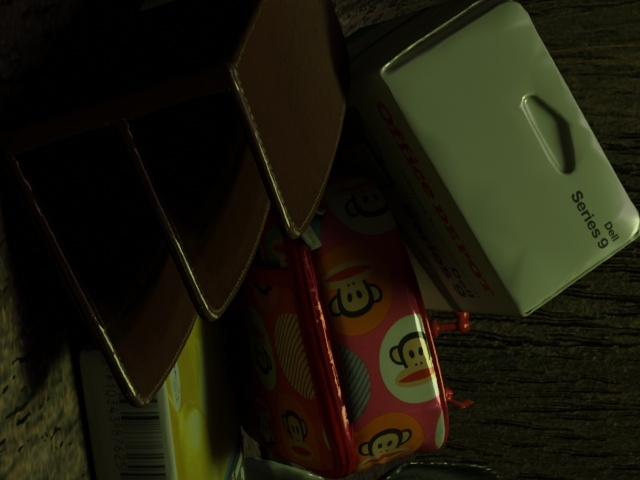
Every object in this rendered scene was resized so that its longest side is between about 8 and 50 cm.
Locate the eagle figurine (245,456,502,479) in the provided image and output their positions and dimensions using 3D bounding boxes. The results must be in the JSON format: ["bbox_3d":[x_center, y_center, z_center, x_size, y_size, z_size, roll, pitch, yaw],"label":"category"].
[{"bbox_3d":[0.015,0.271,1.771,0.225,0.226,0.298,-54,175,33],"label":"eagle figurine"}]

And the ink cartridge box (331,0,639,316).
[{"bbox_3d":[0.090,-0.062,1.450,0.211,0.121,0.289,58,-16,-9],"label":"ink cartridge box"}]

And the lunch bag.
[{"bbox_3d":[-0.014,0.038,1.481,0.293,0.120,0.258,-170,-114,-70],"label":"lunch bag"}]

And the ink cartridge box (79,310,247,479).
[{"bbox_3d":[-0.102,0.136,1.442,0.307,0.072,0.303,-71,158,-61],"label":"ink cartridge box"}]

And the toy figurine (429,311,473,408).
[{"bbox_3d":[0.076,0.020,2.313,0.217,0.191,0.362,65,24,-59],"label":"toy figurine"}]

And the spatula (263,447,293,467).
[{"bbox_3d":[-0.044,0.189,1.916,0.084,0.030,0.296,-43,153,-25],"label":"spatula"}]

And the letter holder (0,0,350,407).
[{"bbox_3d":[-0.065,-0.054,1.237,0.302,0.152,0.214,-74,146,-63],"label":"letter holder"}]
